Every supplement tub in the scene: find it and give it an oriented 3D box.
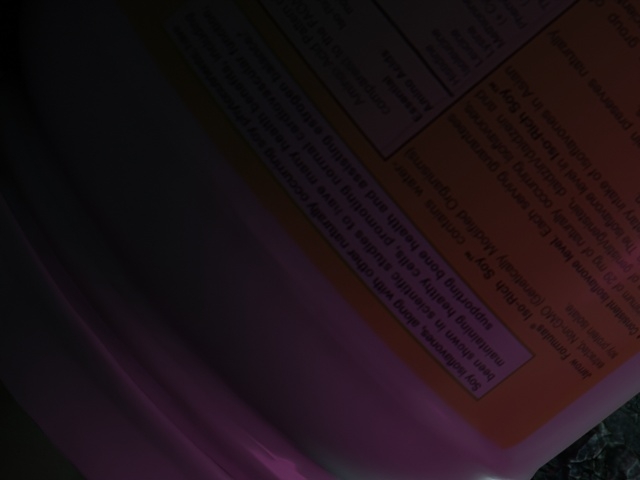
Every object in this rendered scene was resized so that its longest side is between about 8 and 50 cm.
[{"bbox_3d":[0.055,-0.064,0.497,0.331,0.241,0.241,-39,176,9],"label":"supplement tub"}]

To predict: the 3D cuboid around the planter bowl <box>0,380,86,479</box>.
[{"bbox_3d":[-0.127,0.088,0.647,0.162,0.109,0.162,-57,172,-12],"label":"planter bowl"}]
